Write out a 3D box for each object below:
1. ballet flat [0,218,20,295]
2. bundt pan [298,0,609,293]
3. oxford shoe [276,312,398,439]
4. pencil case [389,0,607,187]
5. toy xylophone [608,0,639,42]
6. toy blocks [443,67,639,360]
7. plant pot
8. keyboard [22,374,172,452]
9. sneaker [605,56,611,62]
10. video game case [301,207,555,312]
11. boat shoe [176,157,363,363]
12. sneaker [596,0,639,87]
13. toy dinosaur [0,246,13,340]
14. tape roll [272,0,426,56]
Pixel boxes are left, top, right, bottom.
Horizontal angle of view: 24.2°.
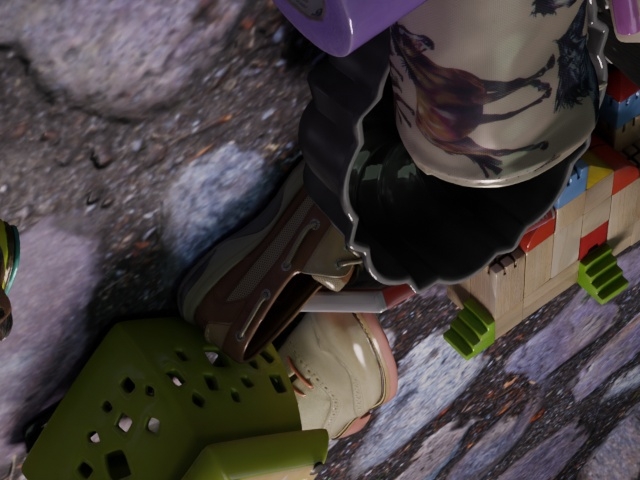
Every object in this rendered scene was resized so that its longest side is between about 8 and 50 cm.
[{"bbox_3d":[-0.305,0.064,1.254,0.077,0.077,0.231,-3,140,-24],"label":"ballet flat"},{"bbox_3d":[0.110,-0.124,1.382,0.331,0.124,0.331,-26,134,-30],"label":"bundt pan"},{"bbox_3d":[-0.007,0.177,1.835,0.146,0.140,0.397,-25,157,-19],"label":"oxford shoe"},{"bbox_3d":[0.134,-0.243,1.084,0.183,0.160,0.410,-38,142,-31],"label":"pencil case"},{"bbox_3d":[0.404,-0.277,1.466,0.322,0.081,0.236,-27,118,-36],"label":"toy xylophone"},{"bbox_3d":[0.297,-0.052,1.883,0.381,0.191,0.261,-33,146,-19],"label":"toy blocks"},{"bbox_3d":[-0.139,0.228,1.589,0.227,0.207,0.228,1,129,-52],"label":"plant pot"},{"bbox_3d":[-0.241,0.186,1.641,0.180,0.023,0.108,-31,157,-19],"label":"keyboard"},{"bbox_3d":[0.370,-0.260,1.708,0.075,0.057,0.161,-35,161,-25],"label":"sneaker"},{"bbox_3d":[0.097,0.016,1.668,0.285,0.025,0.204,-26,-165,-37],"label":"video game case"},{"bbox_3d":[0.000,0.000,1.538,0.324,0.116,0.123,-44,158,12],"label":"boat shoe"},{"bbox_3d":[0.366,-0.265,1.582,0.146,0.122,0.330,-46,151,-7],"label":"sneaker"},{"bbox_3d":[-0.341,-0.007,0.990,0.200,0.127,0.296,-41,147,-17],"label":"toy dinosaur"},{"bbox_3d":[-0.004,-0.223,1.003,0.080,0.189,0.189,-36,158,-10],"label":"tape roll"}]
